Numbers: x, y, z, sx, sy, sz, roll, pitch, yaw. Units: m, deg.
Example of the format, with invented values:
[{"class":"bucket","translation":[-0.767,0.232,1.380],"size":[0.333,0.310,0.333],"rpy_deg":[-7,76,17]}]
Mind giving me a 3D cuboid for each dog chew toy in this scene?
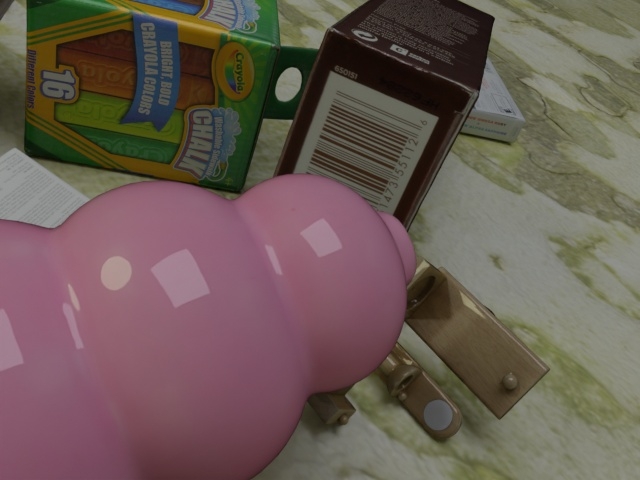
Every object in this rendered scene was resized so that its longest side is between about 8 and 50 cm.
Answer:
[{"class":"dog chew toy","translation":[-0.100,0.062,0.383],"size":[0.331,0.207,0.207],"rpy_deg":[-21,51,-15]}]

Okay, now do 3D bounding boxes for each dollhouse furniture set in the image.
[{"class":"dollhouse furniture set","translation":[0.063,0.096,0.513],"size":[0.123,0.144,0.151],"rpy_deg":[46,8,29]}]

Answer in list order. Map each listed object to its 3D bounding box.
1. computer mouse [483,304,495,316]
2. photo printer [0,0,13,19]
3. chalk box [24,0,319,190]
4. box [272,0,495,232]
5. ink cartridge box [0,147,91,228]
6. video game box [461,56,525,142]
[{"class":"computer mouse","translation":[0.062,0.055,0.625],"size":[0.242,0.041,0.071],"rpy_deg":[11,56,-19]},{"class":"photo printer","translation":[-0.414,-0.228,0.611],"size":[0.256,0.107,0.308],"rpy_deg":[23,76,15]},{"class":"chalk box","translation":[-0.140,-0.181,0.725],"size":[0.288,0.180,0.179],"rpy_deg":[9,39,-13]},{"class":"box","translation":[0.081,-0.149,0.741],"size":[0.143,0.191,0.381],"rpy_deg":[24,31,2]},{"class":"ink cartridge box","translation":[-0.231,0.016,0.577],"size":[0.179,0.045,0.145],"rpy_deg":[38,37,-7]},{"class":"video game box","translation":[0.192,-0.235,1.046],"size":[0.187,0.048,0.205],"rpy_deg":[11,39,-15]}]
